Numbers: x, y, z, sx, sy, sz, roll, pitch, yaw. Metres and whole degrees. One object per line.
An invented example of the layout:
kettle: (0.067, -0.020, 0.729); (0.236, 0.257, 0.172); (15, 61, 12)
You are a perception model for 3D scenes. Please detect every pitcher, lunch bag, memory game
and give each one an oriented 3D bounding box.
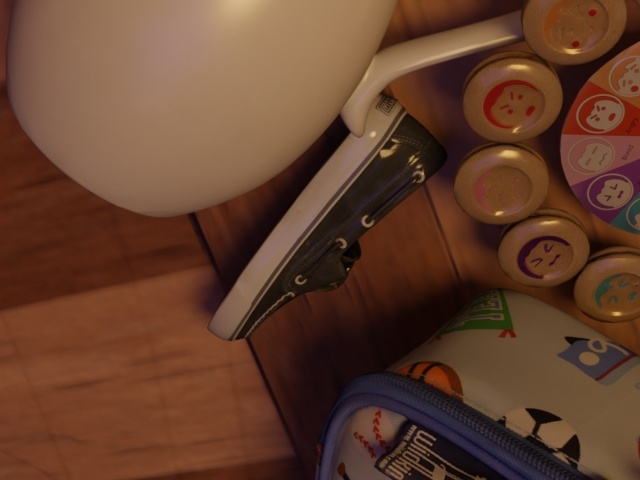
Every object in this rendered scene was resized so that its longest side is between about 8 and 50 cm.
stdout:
pitcher: (-0.001, -0.094, 0.499); (0.178, 0.125, 0.207); (36, 112, -17)
lunch bag: (0.105, 0.180, 0.560); (0.243, 0.115, 0.303); (33, 136, 30)
memory game: (0.140, -0.036, 0.504); (0.186, 0.012, 0.186); (0, 130, 0)

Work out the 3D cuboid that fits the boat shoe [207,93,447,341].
boat shoe: (0.000, 0.000, 0.584); (0.040, 0.049, 0.142); (37, 120, -4)
